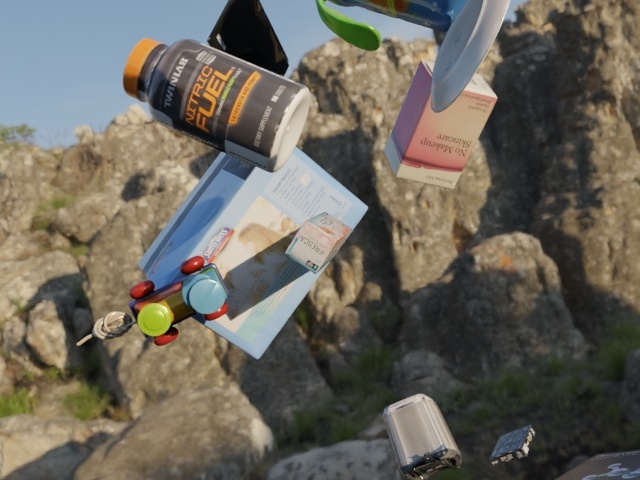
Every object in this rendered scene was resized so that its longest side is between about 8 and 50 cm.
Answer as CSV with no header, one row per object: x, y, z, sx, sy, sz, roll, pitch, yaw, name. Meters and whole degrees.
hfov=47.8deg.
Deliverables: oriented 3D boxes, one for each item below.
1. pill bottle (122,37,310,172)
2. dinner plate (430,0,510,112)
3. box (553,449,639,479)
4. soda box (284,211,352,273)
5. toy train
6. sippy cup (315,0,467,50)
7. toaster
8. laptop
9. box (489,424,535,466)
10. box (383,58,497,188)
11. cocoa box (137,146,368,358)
-0.149,-0.198,1.010,0.246,0.130,0.130,23,4,7,pill bottle
0.134,-0.186,0.674,0.017,0.141,0.141,22,-9,-10,dinner plate
0.488,0.475,1.115,0.396,0.211,0.294,-8,-14,-40,box
0.000,0.000,1.138,0.063,0.058,0.183,-58,-5,10,soda box
-0.256,0.117,1.088,0.248,0.105,0.143,-26,6,-10,toy train
0.143,-0.427,1.077,0.224,0.305,0.240,31,21,17,sippy cup
0.214,0.424,1.552,0.129,0.146,0.227,-26,-29,9,toaster
-0.165,-0.396,1.365,0.137,0.264,0.234,-36,-35,-4,laptop
0.341,0.364,1.282,0.067,0.018,0.083,-32,0,31,box
0.254,-0.248,1.561,0.149,0.232,0.126,10,33,-16,box
-0.130,-0.006,1.333,0.347,0.231,0.228,-54,27,-4,cocoa box
